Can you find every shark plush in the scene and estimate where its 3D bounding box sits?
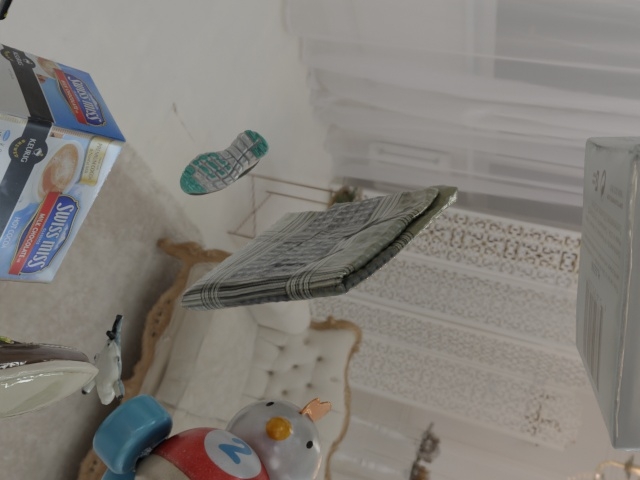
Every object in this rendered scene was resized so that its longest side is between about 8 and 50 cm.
[{"bbox_3d":[-0.382,0.214,1.159,0.067,0.073,0.161,104,-17,-88],"label":"shark plush"}]

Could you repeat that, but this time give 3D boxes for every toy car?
[{"bbox_3d":[-0.070,0.231,0.678,0.238,0.219,0.210,-37,156,-36],"label":"toy car"}]

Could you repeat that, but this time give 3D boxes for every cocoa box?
[{"bbox_3d":[-0.537,-0.126,1.122,0.228,0.231,0.347,10,125,-46],"label":"cocoa box"}]

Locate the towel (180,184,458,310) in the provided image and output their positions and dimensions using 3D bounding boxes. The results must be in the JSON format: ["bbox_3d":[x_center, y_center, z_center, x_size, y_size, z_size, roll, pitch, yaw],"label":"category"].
[{"bbox_3d":[0.000,0.000,0.937,0.324,0.312,0.056,-35,108,-45],"label":"towel"}]

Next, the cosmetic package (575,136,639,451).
[{"bbox_3d":[0.528,0.042,0.751,0.329,0.394,0.327,-37,127,-73],"label":"cosmetic package"}]

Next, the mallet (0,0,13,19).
[{"bbox_3d":[-0.375,-0.305,0.780,0.039,0.190,0.062,38,56,-24],"label":"mallet"}]

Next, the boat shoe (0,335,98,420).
[{"bbox_3d":[-0.404,0.155,0.760,0.116,0.096,0.324,-45,160,18],"label":"boat shoe"}]

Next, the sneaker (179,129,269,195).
[{"bbox_3d":[-0.148,-0.103,0.985,0.166,0.065,0.076,-35,172,-40],"label":"sneaker"}]
